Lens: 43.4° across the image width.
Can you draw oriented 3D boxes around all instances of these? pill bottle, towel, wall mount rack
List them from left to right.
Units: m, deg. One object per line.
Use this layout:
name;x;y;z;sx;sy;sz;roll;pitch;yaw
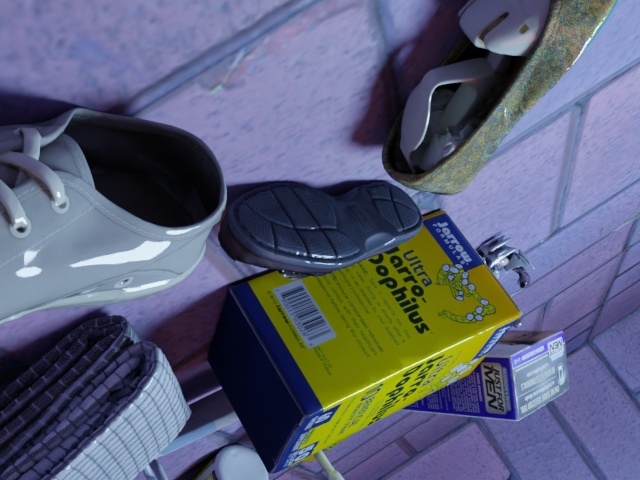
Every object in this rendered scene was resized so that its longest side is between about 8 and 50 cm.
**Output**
towel;-0.288;0.232;0.903;0.283;0.121;0.235;-44;162;-21
pill bottle;-0.202;0.499;1.568;0.117;0.117;0.215;-3;142;-49
wall mount rack;-0.130;0.307;1.140;0.350;0.131;0.304;-23;-168;-21

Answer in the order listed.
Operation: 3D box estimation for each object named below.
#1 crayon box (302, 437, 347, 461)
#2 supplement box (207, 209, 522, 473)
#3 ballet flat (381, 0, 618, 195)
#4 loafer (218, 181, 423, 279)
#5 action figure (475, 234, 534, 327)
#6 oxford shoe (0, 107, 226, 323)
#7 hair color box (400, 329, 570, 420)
crayon box;0.010;0.352;1.602;0.202;0.081;0.318;-36;157;6
supplement box;0.056;0.131;1.098;0.356;0.195;0.194;-20;153;-29
ballet flat;0.162;-0.172;0.773;0.123;0.123;0.349;-14;149;-37
loafer;0.000;0.000;0.899;0.302;0.109;0.095;-9;151;-48
action figure;0.295;0.090;1.445;0.185;0.099;0.285;-26;153;6
oxford shoe;-0.232;-0.011;0.513;0.449;0.169;0.130;-15;154;-50
hair color box;0.219;0.216;1.352;0.338;0.110;0.185;-3;-175;41
